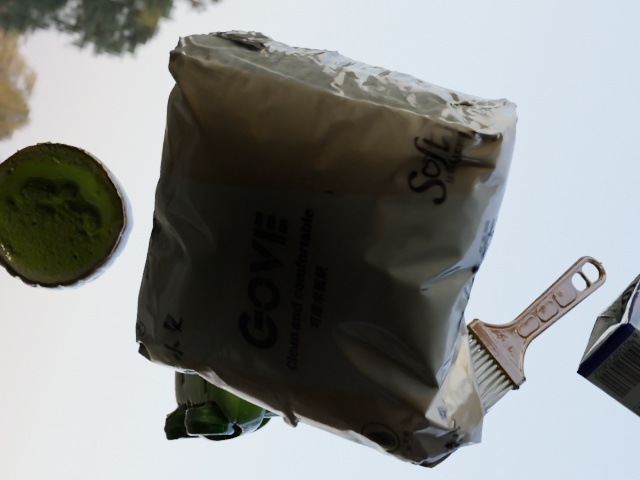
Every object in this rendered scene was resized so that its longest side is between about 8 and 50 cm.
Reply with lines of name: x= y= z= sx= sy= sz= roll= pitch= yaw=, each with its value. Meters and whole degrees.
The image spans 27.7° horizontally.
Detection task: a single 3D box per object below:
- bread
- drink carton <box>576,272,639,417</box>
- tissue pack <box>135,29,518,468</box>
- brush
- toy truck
bread: x=-0.401 y=-0.036 z=1.952 sx=0.070 sy=0.236 sz=0.236 roll=69 pitch=38 yaw=-85
drink carton: x=0.462 y=0.179 z=1.496 sx=0.106 sy=0.315 sz=0.130 roll=-56 pitch=178 yaw=40
tissue pack: x=0.000 y=0.000 z=1.284 sx=0.195 sy=0.390 sz=0.375 roll=-28 pitch=130 yaw=-61
brush: x=0.244 y=0.092 z=1.481 sx=0.314 sy=0.090 sz=0.017 roll=-33 pitch=173 yaw=-42
toy truck: x=-0.087 y=0.166 z=1.562 sx=0.187 sy=0.211 sz=0.148 roll=124 pitch=-35 yaw=-79
